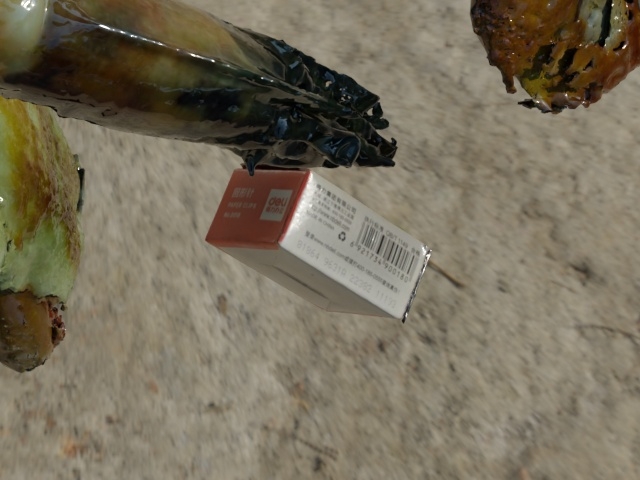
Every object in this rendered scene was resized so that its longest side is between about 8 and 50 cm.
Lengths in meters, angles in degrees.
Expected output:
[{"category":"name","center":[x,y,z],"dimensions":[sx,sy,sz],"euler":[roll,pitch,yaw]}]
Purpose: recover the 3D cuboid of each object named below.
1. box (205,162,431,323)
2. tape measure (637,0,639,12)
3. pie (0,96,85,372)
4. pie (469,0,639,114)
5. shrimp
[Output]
[{"category":"box","center":[0.000,0.000,1.490],"dimensions":[0.182,0.133,0.099],"euler":[31,75,-33]},{"category":"tape measure","center":[0.273,-0.183,0.776],"dimensions":[0.147,0.275,0.256],"euler":[9,58,-18]},{"category":"pie","center":[-0.273,-0.049,1.299],"dimensions":[0.105,0.274,0.257],"euler":[-1,55,7]},{"category":"pie","center":[0.242,-0.256,1.302],"dimensions":[0.308,0.085,0.308],"euler":[-23,127,-34]},{"category":"shrimp","center":[-0.157,-0.112,0.845],"dimensions":[0.445,0.272,0.085],"euler":[14,92,-24]}]
